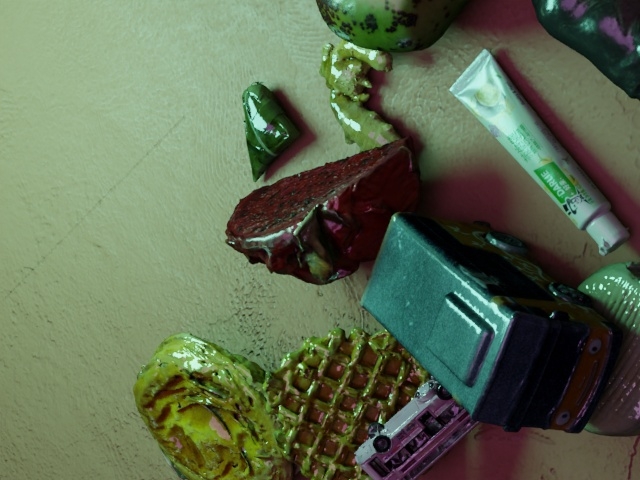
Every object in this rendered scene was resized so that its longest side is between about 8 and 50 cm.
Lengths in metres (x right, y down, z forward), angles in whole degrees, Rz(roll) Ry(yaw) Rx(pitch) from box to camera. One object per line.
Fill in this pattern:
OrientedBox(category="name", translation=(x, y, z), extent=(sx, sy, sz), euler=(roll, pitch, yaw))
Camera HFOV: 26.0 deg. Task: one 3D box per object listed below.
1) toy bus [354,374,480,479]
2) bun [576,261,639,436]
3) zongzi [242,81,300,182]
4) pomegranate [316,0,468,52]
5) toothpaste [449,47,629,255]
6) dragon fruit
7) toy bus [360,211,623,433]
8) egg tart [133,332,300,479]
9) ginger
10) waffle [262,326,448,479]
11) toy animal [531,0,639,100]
OrientedBox(category="toy bus", translation=(0.142, 0.253, 1.893), extent=(0.203, 0.063, 0.090), euler=(-43, 104, 4))
OrientedBox(category="bun", translation=(0.383, 0.140, 1.736), extent=(0.221, 0.108, 0.221), euler=(-13, 73, 52))
OrientedBox(category="zongzi", translation=(-0.096, -0.161, 2.029), extent=(0.119, 0.055, 0.109), euler=(-46, 71, 39))
OrientedBox(category="pomegranate", translation=(0.078, -0.350, 1.780), extent=(0.214, 0.248, 0.214), euler=(-6, 76, 27))
OrientedBox(category="toothpaste", translation=(0.289, -0.114, 1.811), extent=(0.058, 0.056, 0.314), euler=(-35, 72, -12))
OrientedBox(category="dragon fruit", translation=(0.000, 0.000, 1.893), extent=(0.317, 0.205, 0.152), euler=(-14, 112, 43))
OrientedBox(category="toy bus", translation=(0.206, 0.096, 1.738), extent=(0.323, 0.194, 0.162), euler=(45, 120, 54))
OrientedBox(category="egg tart", translation=(-0.137, 0.261, 2.077), extent=(0.297, 0.132, 0.297), euler=(14, 119, 27))
OrientedBox(category="ginger", translation=(0.057, -0.193, 1.933), extent=(0.176, 0.052, 0.193), euler=(44, 129, 30))
OrientedBox(category="waffle", translation=(0.052, 0.241, 1.944), extent=(0.245, 0.052, 0.254), euler=(-25, 95, 4))
OrientedBox(category="toy animal", translation=(0.403, -0.229, 1.694), extent=(0.168, 0.106, 0.343), euler=(-41, 79, 27))
